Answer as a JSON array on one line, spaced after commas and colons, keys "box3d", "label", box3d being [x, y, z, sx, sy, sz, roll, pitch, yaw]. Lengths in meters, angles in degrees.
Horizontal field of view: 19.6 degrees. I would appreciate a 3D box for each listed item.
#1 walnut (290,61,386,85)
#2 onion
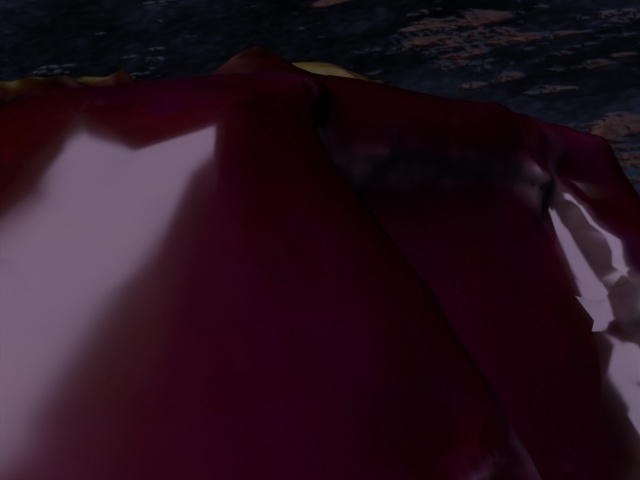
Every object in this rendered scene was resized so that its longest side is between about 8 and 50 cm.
[{"box3d": [0.000, 0.000, 0.869, 0.137, 0.137, 0.245, -11, 40, 3], "label": "walnut"}, {"box3d": [-0.044, 0.186, 0.456, 0.398, 0.398, 0.420, -20, 76, -5], "label": "onion"}]
